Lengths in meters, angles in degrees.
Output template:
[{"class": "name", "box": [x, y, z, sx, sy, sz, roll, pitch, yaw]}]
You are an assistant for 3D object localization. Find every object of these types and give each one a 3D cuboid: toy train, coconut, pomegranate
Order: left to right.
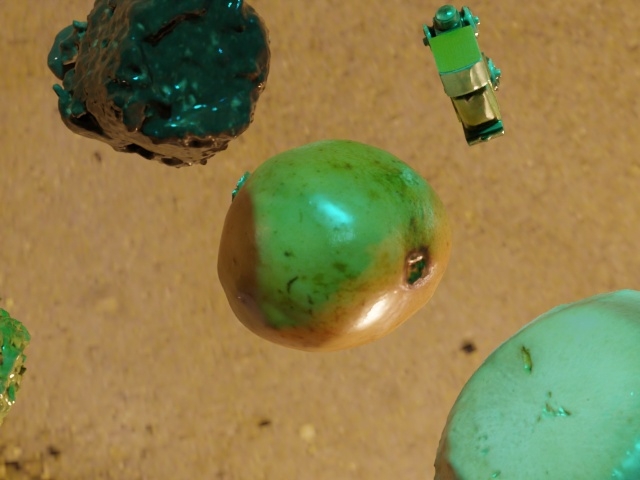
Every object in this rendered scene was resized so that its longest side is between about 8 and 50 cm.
[{"class": "pomegranate", "box": [0.000, 0.000, 1.413, 0.196, 0.196, 0.196, -6, 123, -9]}, {"class": "toy train", "box": [0.119, -0.134, 1.424, 0.050, 0.081, 0.122, -20, 139, 8]}, {"class": "coconut", "box": [0.183, 0.146, 1.016, 0.202, 0.202, 0.222, -36, 131, 11]}]

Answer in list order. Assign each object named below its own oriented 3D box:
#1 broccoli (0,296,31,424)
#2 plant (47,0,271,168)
[{"class": "broccoli", "box": [-0.298, 0.049, 1.152, 0.254, 0.302, 0.186, -37, 124, 20]}, {"class": "plant", "box": [-0.114, -0.122, 1.251, 0.142, 0.203, 0.131, 17, 92, -15]}]
